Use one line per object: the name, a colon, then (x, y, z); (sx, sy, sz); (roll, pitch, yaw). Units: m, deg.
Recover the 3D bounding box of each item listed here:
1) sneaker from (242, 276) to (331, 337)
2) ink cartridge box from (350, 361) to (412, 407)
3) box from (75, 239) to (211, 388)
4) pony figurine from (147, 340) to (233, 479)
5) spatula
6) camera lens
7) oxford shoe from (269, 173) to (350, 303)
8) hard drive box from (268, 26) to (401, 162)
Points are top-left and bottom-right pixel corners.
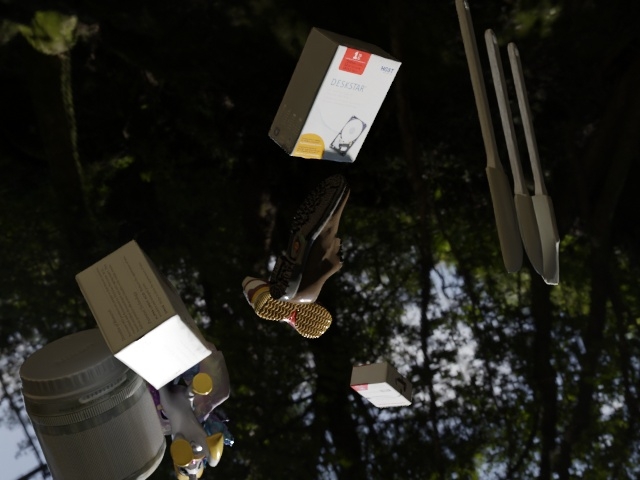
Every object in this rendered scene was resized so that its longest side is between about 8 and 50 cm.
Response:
sneaker: (-0.056, 0.110, 1.220); (0.070, 0.185, 0.084); (-52, -138, 7)
ink cartridge box: (0.151, 0.355, 1.690); (0.099, 0.135, 0.056); (-14, -131, 31)
box: (-0.302, 0.129, 1.189); (0.119, 0.182, 0.181); (-33, 149, -7)
pony figurine: (-0.315, 0.368, 1.511); (0.302, 0.351, 0.363); (-15, 156, -20)
spatula: (0.168, -0.083, 0.611); (0.019, 0.242, 0.168); (-17, 165, 34)
camera lens: (-0.429, 0.333, 1.316); (0.219, 0.274, 0.219); (-10, -161, 4)
oxford shoe: (0.000, 0.000, 1.133); (0.096, 0.227, 0.083); (18, -166, -31)
hard drive box: (0.026, -0.281, 1.365); (0.181, 0.232, 0.089); (-1, -145, -43)
